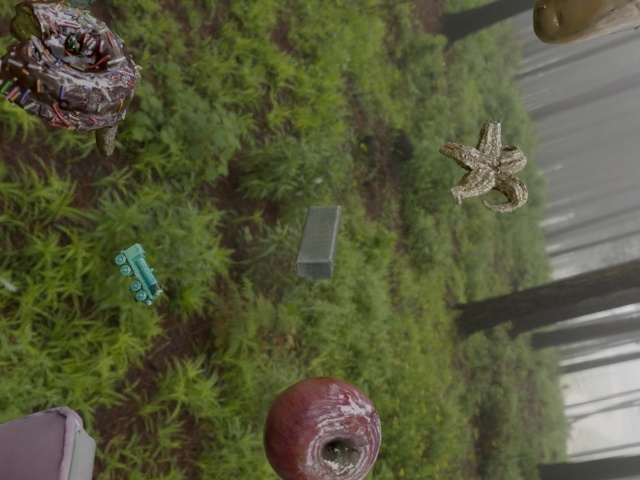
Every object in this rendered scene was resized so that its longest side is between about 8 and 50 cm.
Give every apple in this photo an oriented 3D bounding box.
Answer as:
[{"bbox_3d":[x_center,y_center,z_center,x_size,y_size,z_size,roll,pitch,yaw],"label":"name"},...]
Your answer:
[{"bbox_3d":[0.000,0.250,0.880,0.153,0.153,0.120,65,-13,-19],"label":"apple"}]

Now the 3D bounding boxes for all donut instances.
[{"bbox_3d":[-0.381,-0.270,1.032,0.216,0.096,0.230,30,36,-21],"label":"donut"}]

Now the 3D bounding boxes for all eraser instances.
[{"bbox_3d":[-0.505,0.423,1.045,0.359,0.272,0.122,-122,-165,-67],"label":"eraser"}]

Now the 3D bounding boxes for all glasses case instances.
[{"bbox_3d":[0.000,0.000,1.354,0.205,0.071,0.047,-80,167,-55],"label":"glasses case"}]

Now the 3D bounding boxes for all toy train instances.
[{"bbox_3d":[-0.261,0.050,0.979,0.092,0.045,0.029,57,1,12],"label":"toy train"}]

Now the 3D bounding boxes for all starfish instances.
[{"bbox_3d":[0.239,-0.108,0.968,0.210,0.150,0.053,-38,148,-40],"label":"starfish"}]

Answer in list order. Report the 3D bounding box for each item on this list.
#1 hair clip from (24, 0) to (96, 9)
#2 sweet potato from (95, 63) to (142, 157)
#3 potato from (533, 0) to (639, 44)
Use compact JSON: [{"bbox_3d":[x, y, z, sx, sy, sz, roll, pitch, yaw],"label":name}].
[{"bbox_3d":[-0.570,-0.525,1.493,0.066,0.229,0.036,45,52,-52],"label":"hair clip"},{"bbox_3d":[-0.532,-0.337,1.742,0.075,0.273,0.075,24,24,-12],"label":"sweet potato"},{"bbox_3d":[0.406,-0.350,0.910,0.161,0.235,0.128,60,17,-53],"label":"potato"}]
